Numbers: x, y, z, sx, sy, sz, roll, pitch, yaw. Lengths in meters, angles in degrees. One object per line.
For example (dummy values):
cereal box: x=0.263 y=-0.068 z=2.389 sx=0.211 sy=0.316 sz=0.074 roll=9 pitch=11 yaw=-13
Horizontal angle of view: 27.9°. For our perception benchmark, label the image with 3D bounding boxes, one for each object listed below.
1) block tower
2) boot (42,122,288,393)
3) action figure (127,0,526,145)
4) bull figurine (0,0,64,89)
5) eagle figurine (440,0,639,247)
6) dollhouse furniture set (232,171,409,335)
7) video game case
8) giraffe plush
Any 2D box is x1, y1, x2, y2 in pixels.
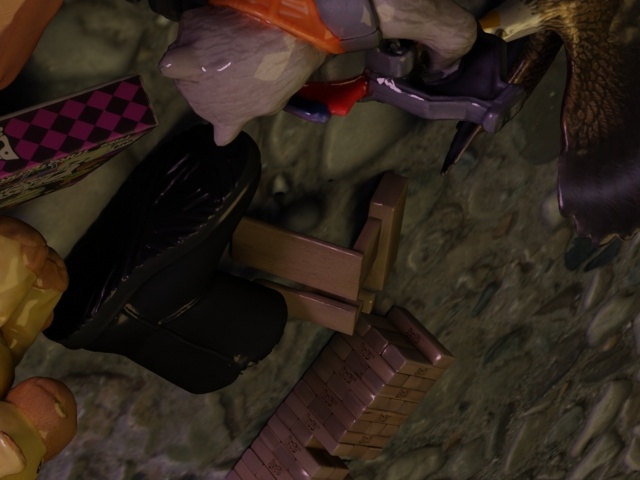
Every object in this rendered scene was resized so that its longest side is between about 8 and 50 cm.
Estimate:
block tower: x=0.000 y=0.223 z=1.422 sx=0.335 sy=0.091 sz=0.097 roll=-53 pitch=145 yaw=13
boot: x=-0.094 y=0.023 z=1.104 sx=0.246 sy=0.094 sz=0.207 roll=-45 pitch=143 yaw=15
action figure: x=-0.022 y=-0.213 z=0.769 sx=0.178 sy=0.341 sz=0.330 roll=71 pitch=38 yaw=-63
bull figurine: x=-0.155 y=-0.225 z=0.693 sx=0.101 sy=0.188 sz=0.310 roll=15 pitch=116 yaw=-52
eagle figurine: x=0.212 y=-0.177 z=1.107 sx=0.225 sy=0.226 sz=0.298 roll=-3 pitch=121 yaw=4
dollhouse furniture set: x=0.000 y=0.000 z=1.238 sx=0.144 sy=0.123 sz=0.151 roll=96 pitch=16 yaw=-44
video game case: x=-0.243 y=-0.033 z=0.834 sx=0.232 sy=0.041 sz=0.210 roll=-23 pitch=-178 yaw=-28
giraffe plush: x=-0.251 y=0.112 z=0.942 sx=0.210 sy=0.170 sz=0.181 roll=-34 pitch=161 yaw=-9
